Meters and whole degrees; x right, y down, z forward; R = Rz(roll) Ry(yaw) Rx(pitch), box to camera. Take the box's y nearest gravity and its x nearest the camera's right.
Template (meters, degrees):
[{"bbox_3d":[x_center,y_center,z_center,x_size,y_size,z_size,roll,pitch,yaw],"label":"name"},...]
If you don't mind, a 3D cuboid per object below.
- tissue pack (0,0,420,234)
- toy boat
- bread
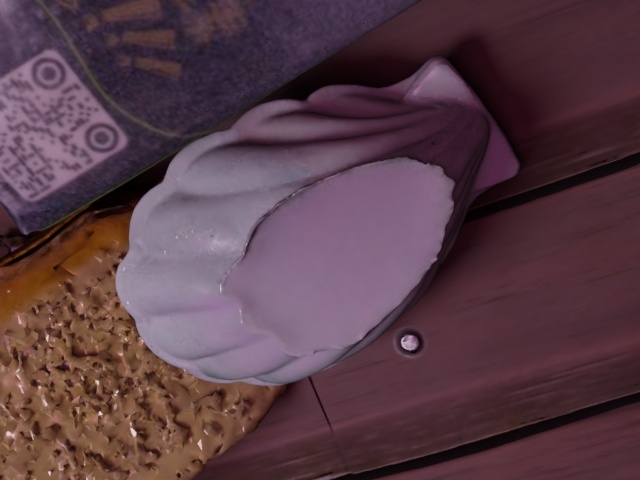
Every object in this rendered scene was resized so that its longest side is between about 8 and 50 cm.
[{"bbox_3d":[-0.109,-0.214,1.028,0.394,0.124,0.288,-30,113,15],"label":"tissue pack"},{"bbox_3d":[0.000,0.000,1.096,0.290,0.100,0.199,-38,113,3],"label":"toy boat"},{"bbox_3d":[-0.212,0.108,1.246,0.315,0.279,0.248,-35,98,-20],"label":"bread"}]
